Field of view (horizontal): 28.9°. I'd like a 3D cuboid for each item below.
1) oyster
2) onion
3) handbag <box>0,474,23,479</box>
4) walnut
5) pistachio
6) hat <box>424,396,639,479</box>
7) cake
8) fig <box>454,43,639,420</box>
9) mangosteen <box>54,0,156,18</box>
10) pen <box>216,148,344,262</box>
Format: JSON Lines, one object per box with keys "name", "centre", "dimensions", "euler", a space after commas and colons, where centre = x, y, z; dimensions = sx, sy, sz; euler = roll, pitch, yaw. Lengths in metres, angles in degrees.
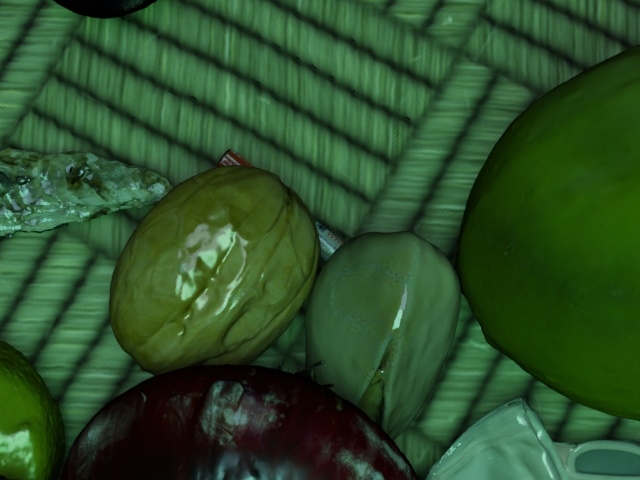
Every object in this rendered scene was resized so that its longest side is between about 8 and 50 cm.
{"name": "oyster", "centre": [-0.234, -0.054, 1.131], "dimensions": [0.199, 0.061, 0.106], "euler": [-18, 82, -4]}
{"name": "onion", "centre": [-0.070, 0.246, 0.985], "dimensions": [0.314, 0.314, 0.232], "euler": [21, 39, 2]}
{"name": "handbag", "centre": [-0.231, 0.345, 0.900], "dimensions": [0.257, 0.113, 0.285], "euler": [32, 104, 38]}
{"name": "walnut", "centre": [-0.094, 0.030, 1.078], "dimensions": [0.159, 0.159, 0.207], "euler": [36, 90, 4]}
{"name": "pistachio", "centre": [0.047, 0.085, 1.063], "dimensions": [0.126, 0.223, 0.152], "euler": [13, 38, -2]}
{"name": "hat", "centre": [0.210, 0.271, 1.090], "dimensions": [0.226, 0.164, 0.220], "euler": [28, 53, -35]}
{"name": "cake", "centre": [-0.344, 0.199, 1.048], "dimensions": [0.260, 0.156, 0.179], "euler": [-17, 100, 1]}
{"name": "fig", "centre": [0.277, 0.001, 1.016], "dimensions": [0.343, 0.343, 0.343], "euler": [0, 82, -1]}
{"name": "mangosteen", "centre": [-0.197, -0.276, 1.120], "dimensions": [0.152, 0.152, 0.153], "euler": [0, 82, -1]}
{"name": "pen", "centre": [0.000, 0.000, 1.146], "dimensions": [0.239, 0.028, 0.028], "euler": [40, 83, 4]}
